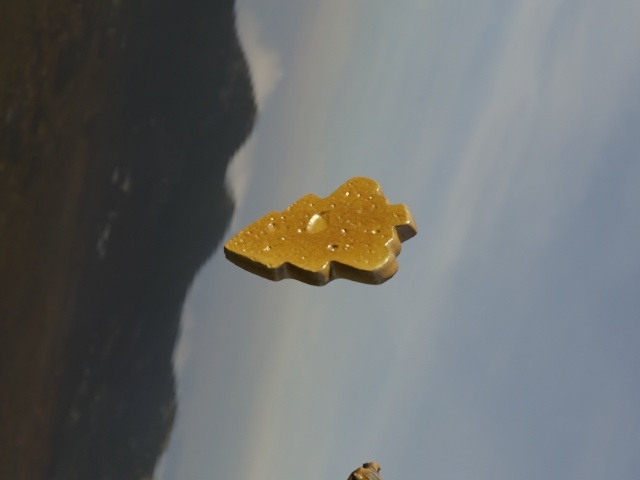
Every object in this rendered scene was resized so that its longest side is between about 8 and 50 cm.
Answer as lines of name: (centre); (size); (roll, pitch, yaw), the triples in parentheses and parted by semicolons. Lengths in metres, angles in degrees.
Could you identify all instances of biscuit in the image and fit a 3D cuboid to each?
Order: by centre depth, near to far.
biscuit: (0.000, 0.000, 1.604); (0.212, 0.238, 0.041); (-96, 174, -54)

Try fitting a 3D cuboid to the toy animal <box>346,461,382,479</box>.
toy animal: (0.006, 0.341, 1.240); (0.255, 0.116, 0.114); (-52, -177, 24)
